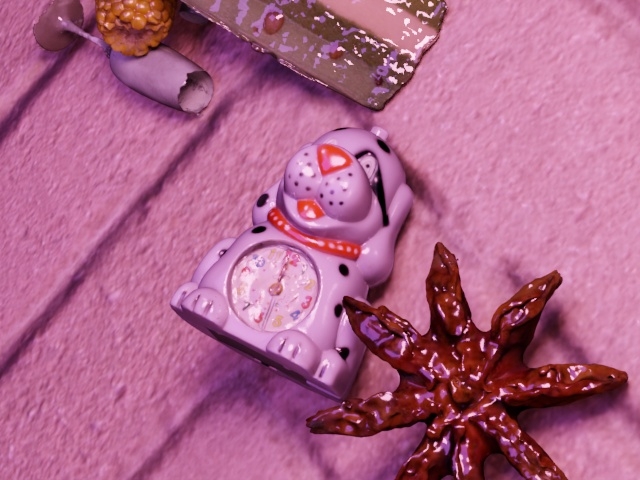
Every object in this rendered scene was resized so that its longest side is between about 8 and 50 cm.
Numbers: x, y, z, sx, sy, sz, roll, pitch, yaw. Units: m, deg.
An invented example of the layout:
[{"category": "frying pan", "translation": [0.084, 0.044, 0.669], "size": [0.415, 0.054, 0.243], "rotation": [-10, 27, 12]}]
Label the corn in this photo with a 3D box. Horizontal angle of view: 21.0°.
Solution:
[{"category": "corn", "translation": [-0.195, -0.343, 1.899], "size": [0.115, 0.115, 0.317], "rotation": [-24, 51, 29]}]

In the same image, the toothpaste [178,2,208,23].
[{"category": "toothpaste", "translation": [-0.110, -0.338, 1.901], "size": [0.056, 0.036, 0.205], "rotation": [5, 74, 40]}]

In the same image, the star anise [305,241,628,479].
[{"category": "star anise", "translation": [0.124, 0.140, 1.492], "size": [0.288, 0.088, 0.288], "rotation": [-2, 83, 16]}]

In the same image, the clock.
[{"category": "clock", "translation": [-0.002, 0.002, 1.622], "size": [0.189, 0.189, 0.254], "rotation": [25, 84, 40]}]

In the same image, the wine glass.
[{"category": "wine glass", "translation": [-0.213, -0.202, 1.911], "size": [0.262, 0.074, 0.074], "rotation": [29, 92, 39]}]

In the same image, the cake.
[{"category": "cake", "translation": [-0.002, -0.261, 1.780], "size": [0.284, 0.172, 0.158], "rotation": [33, 104, 7]}]
